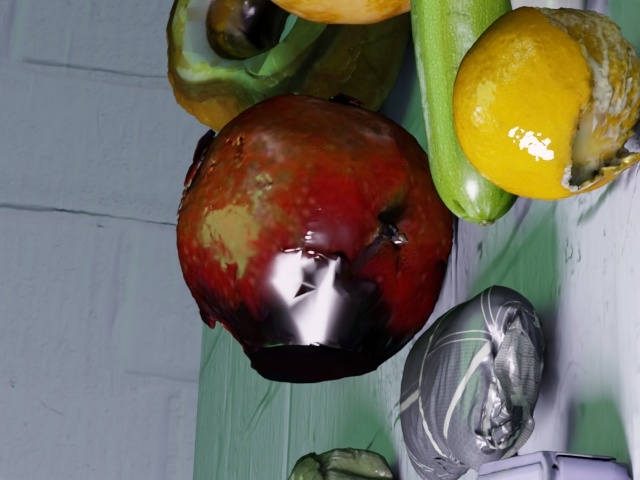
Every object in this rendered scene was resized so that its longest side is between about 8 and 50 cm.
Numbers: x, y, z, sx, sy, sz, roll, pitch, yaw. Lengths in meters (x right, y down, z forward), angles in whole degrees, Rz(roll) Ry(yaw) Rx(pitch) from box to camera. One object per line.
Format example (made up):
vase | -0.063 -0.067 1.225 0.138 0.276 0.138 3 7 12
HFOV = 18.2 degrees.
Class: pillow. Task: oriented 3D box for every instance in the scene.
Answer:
pillow | 0.125 0.129 1.714 0.335 0.093 0.161 135 149 -78

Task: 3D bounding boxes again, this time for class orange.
orange | 0.175 -0.099 1.481 0.134 0.157 0.156 59 146 39

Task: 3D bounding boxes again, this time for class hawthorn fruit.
hawthorn fruit | -0.009 0.003 2.044 0.316 0.316 0.316 -173 90 -80

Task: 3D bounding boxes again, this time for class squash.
squash | 0.130 -0.200 1.807 0.101 0.101 0.378 157 108 -78

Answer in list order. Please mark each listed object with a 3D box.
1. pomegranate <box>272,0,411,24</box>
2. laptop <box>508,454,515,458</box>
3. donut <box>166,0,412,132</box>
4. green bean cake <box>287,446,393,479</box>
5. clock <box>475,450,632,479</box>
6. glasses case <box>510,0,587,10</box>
pomegranate | 0.030 -0.391 1.987 0.338 0.338 0.338 -173 90 -80
laptop | 0.151 0.319 1.670 0.269 0.015 0.187 -98 18 -55
donut | -0.045 -0.256 2.376 0.330 0.160 0.330 -5 81 35
green bean cake | 0.015 0.349 2.129 0.222 0.125 0.227 -95 21 -48
clock | 0.163 0.256 1.459 0.144 0.073 0.193 145 132 -69
glasses case | 0.192 -0.248 1.709 0.092 0.059 0.233 102 171 -45
